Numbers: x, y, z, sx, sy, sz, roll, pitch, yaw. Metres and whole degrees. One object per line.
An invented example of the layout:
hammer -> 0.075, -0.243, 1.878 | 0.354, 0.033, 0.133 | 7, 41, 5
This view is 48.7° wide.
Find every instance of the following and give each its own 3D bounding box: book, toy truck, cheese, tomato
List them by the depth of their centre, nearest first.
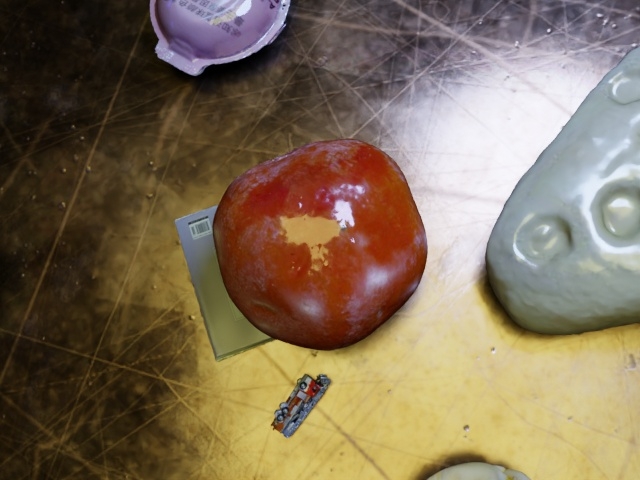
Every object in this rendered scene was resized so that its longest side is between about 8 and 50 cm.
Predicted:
cheese -> 0.355, 0.004, 0.712 | 0.328, 0.129, 0.351 | -44, 62, 0
tomato -> 0.002, 0.004, 0.746 | 0.232, 0.188, 0.231 | 1, 76, -2
toy truck -> -0.023, 0.183, 0.801 | 0.032, 0.024, 0.083 | 35, 86, -9
book -> -0.093, 0.038, 0.846 | 0.127, 0.014, 0.181 | -20, 76, 3
cheese -> -0.108, -0.335, 0.898 | 0.189, 0.074, 0.285 | 28, 79, 12

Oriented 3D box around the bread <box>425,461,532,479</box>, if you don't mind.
bread -> 0.188, 0.369, 0.683 | 0.173, 0.121, 0.311 | -22, 76, 4
